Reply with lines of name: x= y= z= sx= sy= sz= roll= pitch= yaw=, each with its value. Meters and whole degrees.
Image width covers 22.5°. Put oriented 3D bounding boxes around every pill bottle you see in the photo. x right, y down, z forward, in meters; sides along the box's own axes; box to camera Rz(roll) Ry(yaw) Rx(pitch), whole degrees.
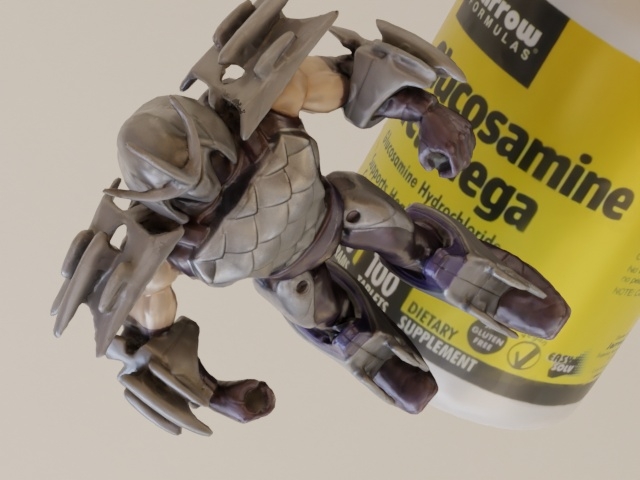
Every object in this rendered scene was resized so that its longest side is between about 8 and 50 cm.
pill bottle: x=0.146 y=-0.071 z=0.916 sx=0.188 sy=0.188 sz=0.334 roll=12 pitch=-62 yaw=-35

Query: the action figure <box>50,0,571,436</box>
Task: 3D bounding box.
action figure: x=0.000 y=0.000 z=0.677 sx=0.185 sy=0.099 sz=0.285 roll=-45 pitch=-30 yaw=9
